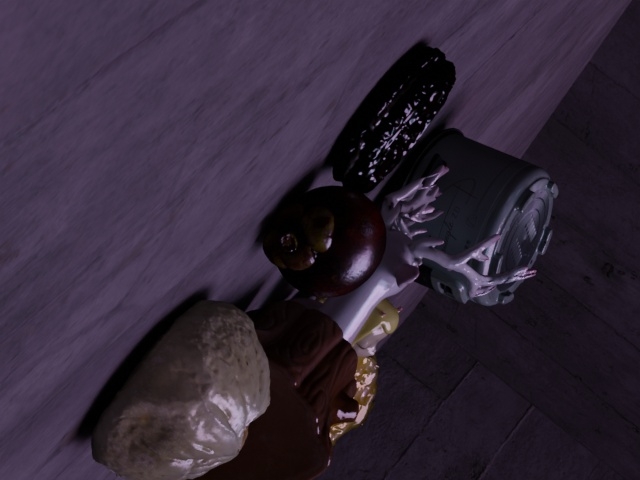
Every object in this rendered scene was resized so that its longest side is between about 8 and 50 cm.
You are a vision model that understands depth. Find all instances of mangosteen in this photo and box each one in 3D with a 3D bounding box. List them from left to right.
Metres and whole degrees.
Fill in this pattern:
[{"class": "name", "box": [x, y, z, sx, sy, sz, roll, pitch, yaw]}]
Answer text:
[{"class": "mangosteen", "box": [0.000, 0.000, 1.556, 0.140, 0.140, 0.140, -50, 172, -9]}]

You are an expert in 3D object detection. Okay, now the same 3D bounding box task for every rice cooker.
[{"class": "rice cooker", "box": [0.214, -0.036, 2.178, 0.241, 0.227, 0.280, -59, 155, -13]}]

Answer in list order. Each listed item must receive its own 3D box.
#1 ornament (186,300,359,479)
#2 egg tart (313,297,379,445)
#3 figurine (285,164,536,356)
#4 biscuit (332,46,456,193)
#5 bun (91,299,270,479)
[{"class": "ornament", "box": [-0.061, 0.183, 1.718, 0.217, 0.221, 0.235, -42, 142, -66]}, {"class": "egg tart", "box": [-0.011, 0.225, 2.166, 0.315, 0.120, 0.315, -33, 142, -31]}, {"class": "figurine", "box": [0.089, 0.046, 1.953, 0.284, 0.206, 0.316, -6, 149, -52]}, {"class": "biscuit", "box": [0.082, -0.131, 1.609, 0.194, 0.053, 0.194, -49, 172, -10]}, {"class": "bun", "box": [-0.131, 0.172, 1.493, 0.220, 0.134, 0.220, -51, 170, -12]}]
